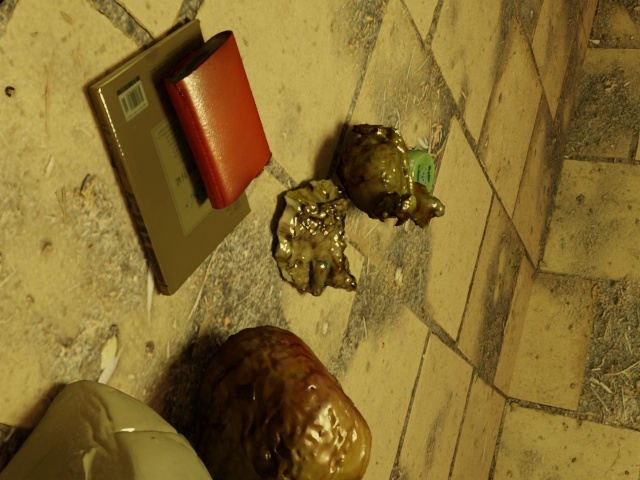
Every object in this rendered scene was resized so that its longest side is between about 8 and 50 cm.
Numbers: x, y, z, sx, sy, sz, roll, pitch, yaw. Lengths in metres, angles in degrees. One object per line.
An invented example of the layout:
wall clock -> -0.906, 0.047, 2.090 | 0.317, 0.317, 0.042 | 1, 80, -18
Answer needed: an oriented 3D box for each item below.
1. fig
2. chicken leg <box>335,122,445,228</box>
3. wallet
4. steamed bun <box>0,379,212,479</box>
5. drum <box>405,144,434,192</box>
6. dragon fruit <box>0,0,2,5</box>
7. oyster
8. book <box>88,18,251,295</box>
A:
fig -> -0.108, 0.321, 1.164 | 0.369, 0.286, 0.286 | -46, 144, -8
chicken leg -> 0.124, -0.122, 1.541 | 0.361, 0.140, 0.212 | 2, 68, -72
wallet -> -0.134, -0.163, 1.096 | 0.142, 0.045, 0.204 | -54, 141, -39
steamed bun -> -0.235, 0.360, 0.877 | 0.247, 0.236, 0.384 | 58, 43, -41
drum -> 0.169, -0.110, 1.725 | 0.253, 0.049, 0.130 | -40, 132, -44
dragon fruit -> -0.377, -0.128, 0.505 | 0.262, 0.296, 0.314 | 30, 71, -24
oyster -> 0.000, 0.000, 1.410 | 0.223, 0.083, 0.214 | -16, 109, -53
book -> -0.188, -0.109, 1.081 | 0.217, 0.021, 0.310 | -52, 141, -44
